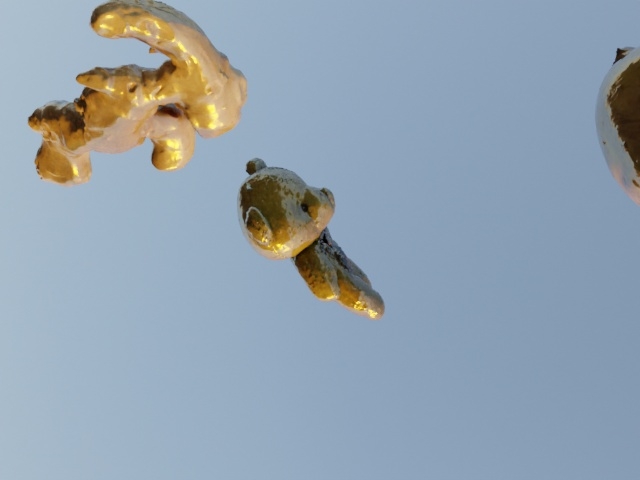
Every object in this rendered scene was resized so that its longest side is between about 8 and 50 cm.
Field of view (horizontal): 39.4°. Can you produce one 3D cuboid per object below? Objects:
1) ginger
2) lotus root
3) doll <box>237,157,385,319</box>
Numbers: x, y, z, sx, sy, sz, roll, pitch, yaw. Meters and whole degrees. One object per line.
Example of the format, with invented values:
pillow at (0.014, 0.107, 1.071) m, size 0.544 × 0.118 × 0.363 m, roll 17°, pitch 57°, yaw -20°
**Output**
ginger at (-0.162, -0.100, 0.763) m, size 0.259 × 0.149 × 0.065 m, roll -38°, pitch -143°, yaw 46°
lotus root at (0.301, -0.107, 0.785) m, size 0.125 × 0.118 × 0.221 m, roll -49°, pitch -143°, yaw 36°
doll at (0.000, 0.000, 0.947) m, size 0.097 × 0.209 × 0.137 m, roll -40°, pitch -151°, yaw 18°
